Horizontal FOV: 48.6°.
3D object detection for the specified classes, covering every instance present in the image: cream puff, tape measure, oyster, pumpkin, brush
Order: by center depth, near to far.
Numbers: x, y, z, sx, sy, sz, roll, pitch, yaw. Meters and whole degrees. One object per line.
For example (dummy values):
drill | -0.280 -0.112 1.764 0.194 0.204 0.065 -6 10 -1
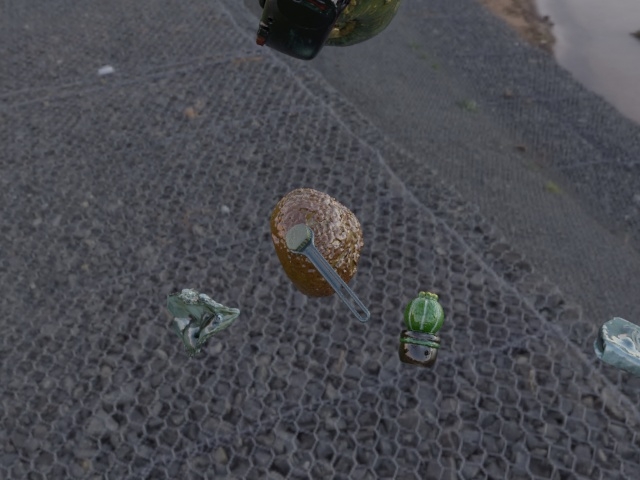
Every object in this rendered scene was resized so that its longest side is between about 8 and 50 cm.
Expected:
tape measure | -0.020 -0.379 1.058 0.135 0.223 0.202 20 68 -11
pumpkin | 0.035 -0.515 1.324 0.291 0.258 0.327 -4 -2 -8
brush | 0.012 0.059 1.339 0.062 0.027 0.266 -46 53 6
oyster | -0.269 0.158 1.496 0.087 0.252 0.199 -7 52 -32
cream puff | 0.000 0.000 1.812 0.212 0.303 0.303 -17 33 12

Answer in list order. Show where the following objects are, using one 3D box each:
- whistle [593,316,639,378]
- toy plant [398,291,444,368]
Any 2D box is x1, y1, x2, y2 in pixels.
whistle | 0.633 0.201 1.062 0.404 0.188 0.168 -8 10 29
toy plant | 0.222 0.193 1.543 0.092 0.093 0.163 9 78 20
